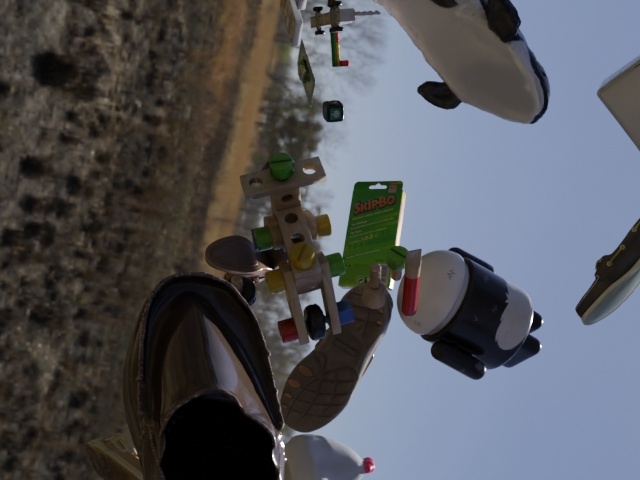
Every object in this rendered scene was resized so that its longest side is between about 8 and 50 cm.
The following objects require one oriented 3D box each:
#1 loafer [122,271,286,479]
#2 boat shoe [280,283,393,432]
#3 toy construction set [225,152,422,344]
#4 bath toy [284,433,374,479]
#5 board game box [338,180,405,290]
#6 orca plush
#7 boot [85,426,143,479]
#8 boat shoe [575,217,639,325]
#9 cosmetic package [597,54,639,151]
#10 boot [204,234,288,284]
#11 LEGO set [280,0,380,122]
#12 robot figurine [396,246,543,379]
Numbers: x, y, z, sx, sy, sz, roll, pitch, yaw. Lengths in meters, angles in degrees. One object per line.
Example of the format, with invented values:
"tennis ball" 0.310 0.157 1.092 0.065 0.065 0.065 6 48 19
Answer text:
"loafer" -0.078 0.149 0.683 0.366 0.134 0.130 -107 -150 -44
"boat shoe" 0.040 0.221 1.601 0.324 0.123 0.116 -55 169 15
"toy construction set" 0.000 0.000 1.283 0.237 0.309 0.257 90 10 -46
"bath toy" 0.011 0.416 1.104 0.151 0.129 0.348 -175 -98 -69
"board game box" 0.120 -0.014 1.961 0.039 0.124 0.259 40 54 -60
"orca plush" 0.157 -0.246 1.022 0.102 0.287 0.151 -40 152 -50
"boot" -0.315 0.402 1.651 0.262 0.203 0.095 4 -67 56
"boat shoe" 0.509 0.045 1.452 0.228 0.081 0.068 -49 -125 11
"cosmetic package" 0.392 -0.096 0.851 0.117 0.231 0.085 -35 -178 30
"boot" -0.154 0.054 1.602 0.152 0.197 0.073 -36 -119 46
"LEGO set" 0.005 -0.269 1.056 0.182 0.060 0.244 105 -26 -57
"robot figurine" 0.273 0.132 1.584 0.173 0.278 0.209 -58 -163 11
